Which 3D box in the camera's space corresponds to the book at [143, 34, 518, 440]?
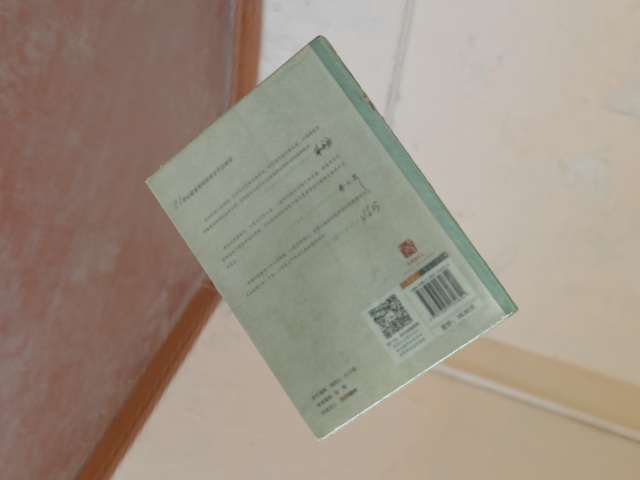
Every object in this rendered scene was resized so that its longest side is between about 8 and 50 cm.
[{"bbox_3d":[0.000,0.000,0.750,0.215,0.283,0.025,-35,170,17],"label":"book"}]
